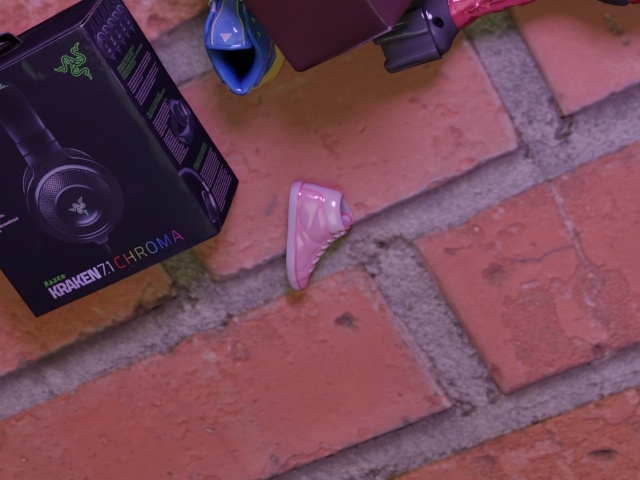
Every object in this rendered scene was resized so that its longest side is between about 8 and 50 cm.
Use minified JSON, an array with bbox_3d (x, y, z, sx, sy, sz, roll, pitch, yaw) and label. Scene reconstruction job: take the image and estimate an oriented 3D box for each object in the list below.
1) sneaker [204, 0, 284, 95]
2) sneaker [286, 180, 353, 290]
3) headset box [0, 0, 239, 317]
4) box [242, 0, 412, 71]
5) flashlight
[{"bbox_3d":[-0.070,-0.253,1.354,0.091,0.126,0.240,1,120,7],"label":"sneaker"},{"bbox_3d":[0.000,0.000,1.531,0.070,0.051,0.134,7,116,9],"label":"sneaker"},{"bbox_3d":[-0.269,-0.100,1.463,0.246,0.131,0.283,-23,113,18],"label":"headset box"},{"bbox_3d":[-0.049,-0.365,1.232,0.143,0.191,0.381,-15,121,45],"label":"box"},{"bbox_3d":[0.199,-0.243,1.340,0.304,0.103,0.103,-18,111,15],"label":"flashlight"}]
